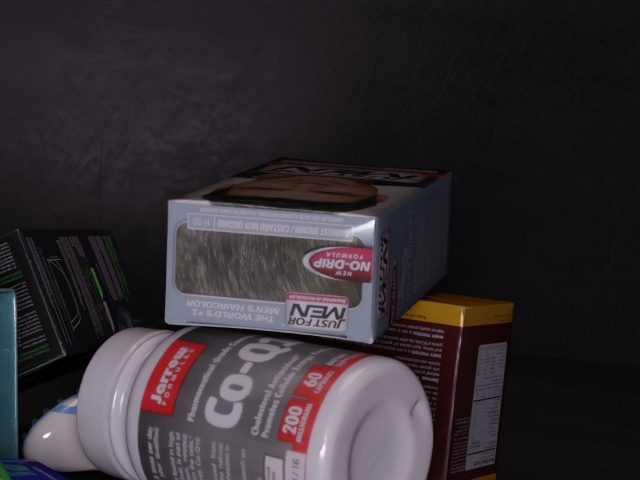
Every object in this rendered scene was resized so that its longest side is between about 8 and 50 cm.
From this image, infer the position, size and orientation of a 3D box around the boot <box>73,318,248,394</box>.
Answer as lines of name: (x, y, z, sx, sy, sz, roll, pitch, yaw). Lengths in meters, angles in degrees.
boot: (-0.122, 0.143, 1.966, 0.236, 0.085, 0.178, -33, -25, 31)

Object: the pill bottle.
pill bottle: (-0.062, 0.158, 1.641, 0.283, 0.161, 0.161, 8, 2, 36)

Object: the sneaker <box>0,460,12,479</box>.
sneaker: (-0.257, 0.193, 1.224, 0.123, 0.109, 0.295, 29, 5, 10)

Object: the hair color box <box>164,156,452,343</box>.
hair color box: (0.000, 0.000, 1.794, 0.185, 0.114, 0.374, 4, 10, 13)

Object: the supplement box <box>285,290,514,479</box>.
supplement box: (0.072, 0.147, 1.916, 0.191, 0.194, 0.129, 7, 3, 28)

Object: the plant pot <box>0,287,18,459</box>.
plant pot: (-0.400, 0.124, 1.645, 0.234, 0.166, 0.165, -1, -1, 22)

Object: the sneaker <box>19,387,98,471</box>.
sneaker: (-0.162, 0.185, 1.805, 0.237, 0.085, 0.086, -2, 31, -29)

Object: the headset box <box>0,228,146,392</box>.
headset box: (-0.332, 0.089, 1.922, 0.246, 0.131, 0.283, -22, -4, 11)

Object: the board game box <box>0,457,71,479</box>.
board game box: (-0.290, 0.196, 1.449, 0.210, 0.047, 0.160, 5, 3, -28)
